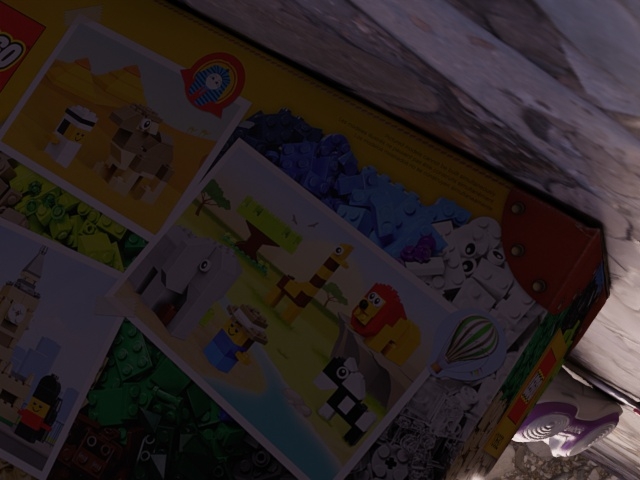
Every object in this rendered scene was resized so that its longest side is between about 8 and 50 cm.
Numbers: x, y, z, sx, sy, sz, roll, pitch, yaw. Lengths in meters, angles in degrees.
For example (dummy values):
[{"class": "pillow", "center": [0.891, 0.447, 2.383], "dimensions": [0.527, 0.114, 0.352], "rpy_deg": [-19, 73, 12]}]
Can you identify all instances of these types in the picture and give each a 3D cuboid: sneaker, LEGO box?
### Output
[{"class": "sneaker", "center": [0.300, 0.194, 1.363], "dimensions": [0.305, 0.114, 0.152], "rpy_deg": [32, -156, -54]}, {"class": "LEGO box", "center": [-0.106, 0.052, 0.763], "dimensions": [0.500, 0.372, 0.193], "rpy_deg": [30, 175, 23]}]

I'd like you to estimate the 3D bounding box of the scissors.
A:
[{"class": "scissors", "center": [0.396, 0.213, 1.227], "dimensions": [0.297, 0.021, 0.109], "rpy_deg": [28, 172, 47]}]
